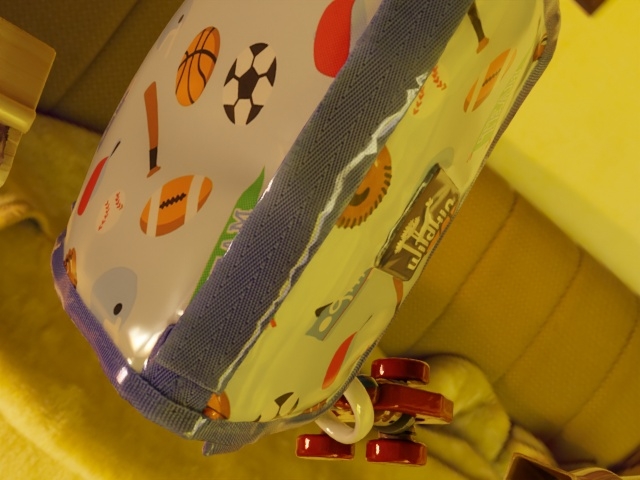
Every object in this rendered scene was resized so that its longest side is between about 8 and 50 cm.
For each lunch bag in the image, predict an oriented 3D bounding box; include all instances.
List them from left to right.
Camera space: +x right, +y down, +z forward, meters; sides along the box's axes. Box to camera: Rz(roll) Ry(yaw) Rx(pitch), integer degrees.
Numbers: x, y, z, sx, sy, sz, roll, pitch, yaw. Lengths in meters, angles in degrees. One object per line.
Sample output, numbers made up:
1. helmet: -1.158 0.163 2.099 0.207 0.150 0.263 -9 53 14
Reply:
1. lunch bag: -0.018 -0.065 0.589 0.239 0.327 0.385 31 4 -13

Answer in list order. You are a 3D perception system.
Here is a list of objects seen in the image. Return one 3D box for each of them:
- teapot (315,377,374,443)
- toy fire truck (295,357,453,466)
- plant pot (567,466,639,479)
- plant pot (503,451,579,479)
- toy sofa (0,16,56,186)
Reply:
1. teapot: -0.053 0.066 0.907 0.256 0.252 0.187 20 -17 -24
2. toy fire truck: 0.044 0.260 1.339 0.254 0.302 0.169 37 54 -61
3. plant pot: 0.458 0.414 1.140 0.229 0.263 0.263 -12 43 -16
4. plant pot: 0.261 0.306 0.982 0.081 0.081 0.083 14 -17 43
5. toy sofa: -0.463 -0.110 0.956 0.150 0.362 0.177 30 52 -31
